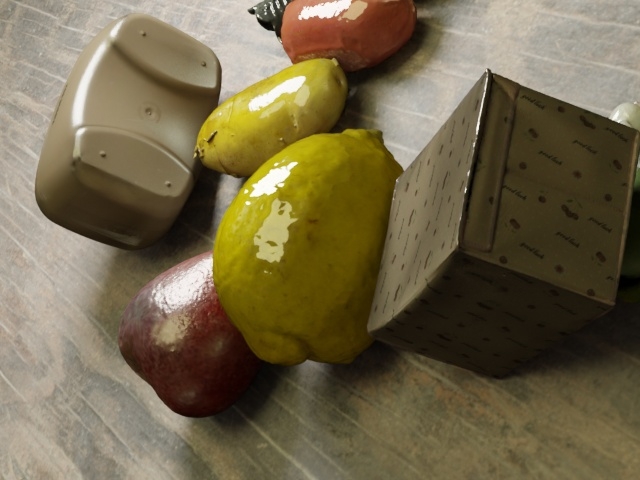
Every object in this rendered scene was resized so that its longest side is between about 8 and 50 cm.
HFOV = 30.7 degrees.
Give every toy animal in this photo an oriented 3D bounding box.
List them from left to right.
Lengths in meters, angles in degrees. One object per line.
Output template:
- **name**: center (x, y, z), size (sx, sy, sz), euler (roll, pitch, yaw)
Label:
- **toy animal**: center (0.371, -0.127, 1.375), size (0.071, 0.124, 0.085), euler (18, 78, 47)

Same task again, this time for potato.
- **potato**: center (-0.080, -0.189, 1.899), size (0.300, 0.140, 0.173), euler (-24, 44, 34)

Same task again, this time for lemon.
- **lemon**: center (-0.004, 0.006, 1.558), size (0.285, 0.285, 0.316), euler (14, 102, 51)

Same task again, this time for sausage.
- **sausage**: center (0.036, -0.344, 1.894), size (0.254, 0.148, 0.148), euler (3, 64, 47)

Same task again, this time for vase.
- **vase**: center (-0.011, -0.460, 2.070), size (0.237, 0.115, 0.115), euler (-48, 37, 3)

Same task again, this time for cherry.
- **cherry**: center (-0.169, 0.135, 1.708), size (0.239, 0.206, 0.239), euler (-21, 24, 10)

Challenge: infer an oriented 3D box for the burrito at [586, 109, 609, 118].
- **burrito**: center (0.315, -0.146, 1.516), size (0.058, 0.045, 0.188), euler (-55, 34, -12)

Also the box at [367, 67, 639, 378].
- **box**: center (0.198, -0.005, 1.319), size (0.297, 0.190, 0.225), euler (125, 161, -64)

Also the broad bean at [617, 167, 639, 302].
- **broad bean**: center (0.402, -0.025, 1.288), size (0.169, 0.100, 0.228), euler (28, 82, 46)

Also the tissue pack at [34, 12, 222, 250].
- **tissue pack**: center (-0.344, -0.180, 2.066), size (0.277, 0.267, 0.387), euler (-37, 36, 55)
